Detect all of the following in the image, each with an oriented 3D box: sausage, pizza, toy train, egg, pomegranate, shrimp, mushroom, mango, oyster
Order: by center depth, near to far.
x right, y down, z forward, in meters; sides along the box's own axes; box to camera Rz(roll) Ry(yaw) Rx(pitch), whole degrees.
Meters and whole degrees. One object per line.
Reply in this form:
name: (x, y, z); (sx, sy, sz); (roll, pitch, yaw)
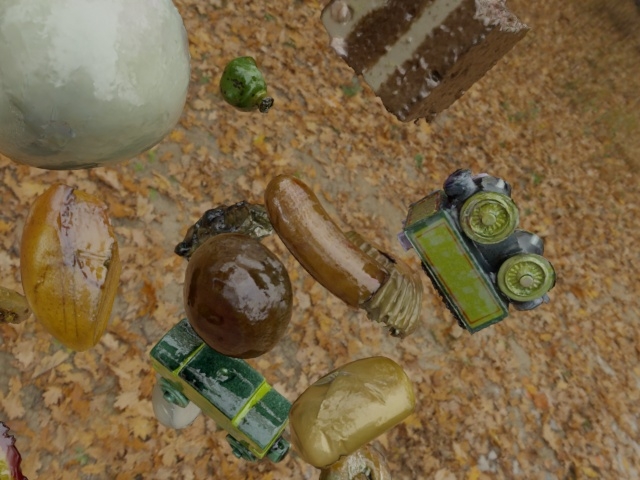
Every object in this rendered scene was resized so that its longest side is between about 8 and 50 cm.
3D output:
egg: (-0.334, -0.207, 0.760); (0.337, 0.337, 0.200); (17, 45, -29)
toy train: (0.252, 0.014, 0.895); (0.260, 0.178, 0.134); (55, 22, -10)
sausage: (-0.001, 0.001, 0.968); (0.270, 0.109, 0.109); (49, 39, 5)
shrimp: (0.055, 0.517, 1.145); (0.150, 0.068, 0.248); (20, 47, 18)
mushroom: (-0.186, 0.129, 1.186); (0.263, 0.283, 0.195); (48, 61, 1)
mango: (-0.518, 0.060, 1.190); (0.201, 0.199, 0.349); (3, 86, -69)
toy train: (-0.247, 0.383, 1.419); (0.442, 0.272, 0.179); (36, 59, 11)
pomegranate: (-0.201, -0.396, 1.467); (0.123, 0.143, 0.169); (-9, 60, -22)
oyster: (-0.270, -0.030, 1.598); (0.096, 0.361, 0.221); (43, 60, -42)
pizza: (-1.007, 0.176, 1.640); (0.278, 0.408, 0.113); (6, 68, -4)

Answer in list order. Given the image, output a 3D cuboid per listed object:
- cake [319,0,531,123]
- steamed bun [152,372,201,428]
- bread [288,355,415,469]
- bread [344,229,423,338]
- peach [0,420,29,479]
cake: (0.199, -0.414, 1.080); (0.290, 0.282, 0.256); (54, 32, 8)
steamed bun: (-0.429, 0.449, 1.706); (0.131, 0.227, 0.177); (17, -2, 25)
bread: (0.022, 0.140, 0.487); (0.056, 0.115, 0.082); (60, -2, -18)
bread: (0.114, 0.089, 1.205); (0.274, 0.149, 0.274); (40, 6, -5)
peach: (-0.670, 0.497, 0.966); (0.310, 0.335, 0.406); (-36, 56, -13)
